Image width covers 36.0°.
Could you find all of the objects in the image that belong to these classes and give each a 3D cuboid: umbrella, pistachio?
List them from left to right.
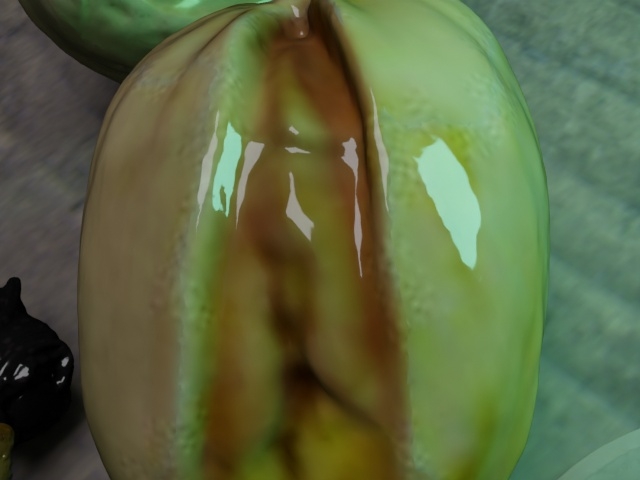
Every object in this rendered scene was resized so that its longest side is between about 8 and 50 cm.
[{"bbox_3d":[-0.268,0.022,0.606,0.326,0.090,0.094,29,83,31],"label":"umbrella"},{"bbox_3d":[0.000,0.000,0.481,0.229,0.230,0.309,-5,66,9],"label":"pistachio"}]

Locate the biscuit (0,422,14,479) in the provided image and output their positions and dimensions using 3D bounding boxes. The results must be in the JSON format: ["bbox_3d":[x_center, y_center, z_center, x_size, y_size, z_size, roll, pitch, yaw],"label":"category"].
[{"bbox_3d":[-0.199,0.183,0.413,0.139,0.016,0.231,13,58,-33],"label":"biscuit"}]

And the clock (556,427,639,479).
[{"bbox_3d":[0.176,0.180,0.376,0.230,0.083,0.230,-8,48,9],"label":"clock"}]

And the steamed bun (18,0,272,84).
[{"bbox_3d":[-0.073,-0.210,0.690,0.276,0.203,0.289,15,53,-7],"label":"steamed bun"}]
